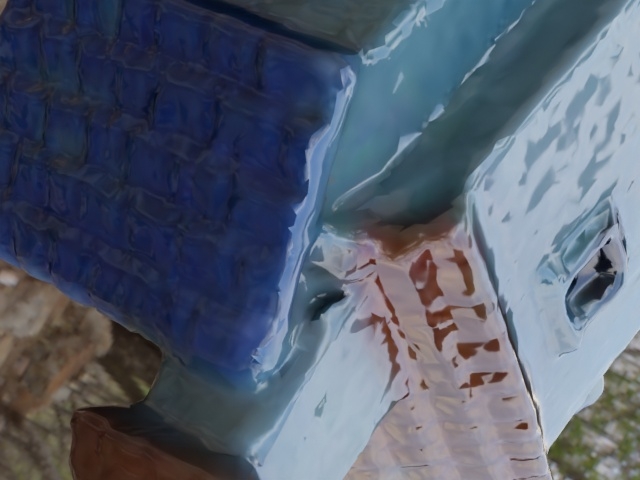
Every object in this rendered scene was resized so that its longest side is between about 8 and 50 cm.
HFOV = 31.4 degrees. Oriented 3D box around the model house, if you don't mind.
[{"bbox_3d":[0.000,0.000,0.466,0.329,0.251,0.295,-55,145,-21],"label":"model house"}]
